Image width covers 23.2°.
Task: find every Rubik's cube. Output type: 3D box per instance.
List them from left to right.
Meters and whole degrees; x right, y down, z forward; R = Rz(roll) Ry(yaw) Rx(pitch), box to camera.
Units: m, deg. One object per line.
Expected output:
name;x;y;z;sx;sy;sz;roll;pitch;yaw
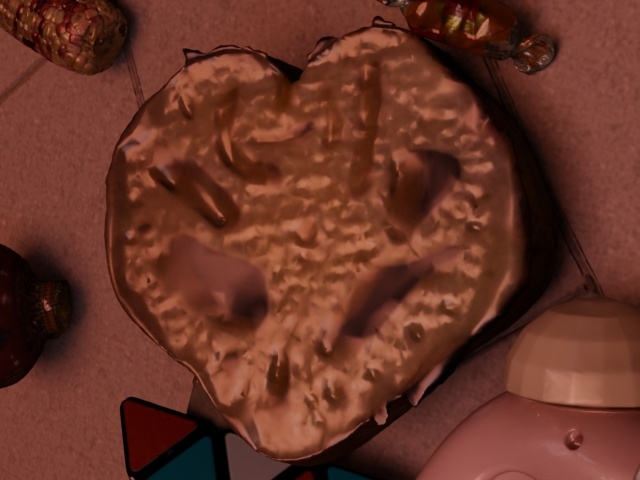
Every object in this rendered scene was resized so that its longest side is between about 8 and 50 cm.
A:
Rubik's cube;-0.119;0.282;1.354;0.250;0.234;0.284;43;133;-10

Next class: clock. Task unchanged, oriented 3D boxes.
clock;0.215;0.247;1.216;0.326;0.184;0.342;-47;72;27

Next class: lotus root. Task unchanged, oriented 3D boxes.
lotus root;0.000;0.000;1.308;0.391;0.111;0.374;5;78;21

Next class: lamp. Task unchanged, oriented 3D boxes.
lamp;-0.333;0.077;1.632;0.135;0.157;0.156;-2;128;5

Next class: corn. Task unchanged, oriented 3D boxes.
corn;-0.300;-0.247;1.608;0.253;0.086;0.086;33;114;31

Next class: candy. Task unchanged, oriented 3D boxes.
candy;0.107;-0.182;1.267;0.182;0.046;0.053;24;131;-4

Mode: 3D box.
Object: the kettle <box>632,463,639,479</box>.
kettle;0.418;0.173;0.906;0.361;0.377;0.250;-4;89;37

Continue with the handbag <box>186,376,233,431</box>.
handbag;-0.053;0.095;1.434;0.183;0.117;0.270;12;105;17
